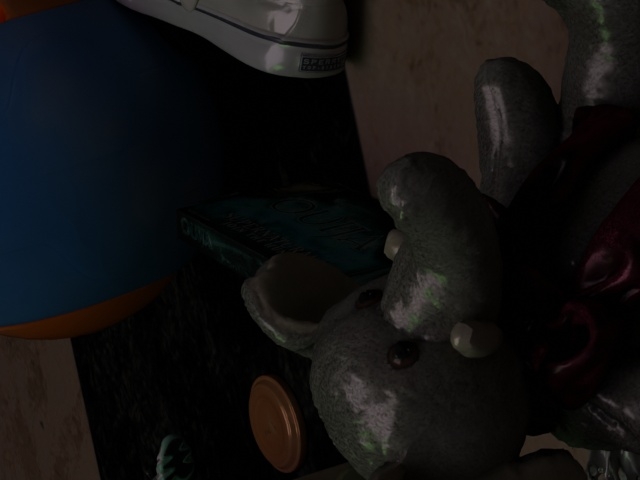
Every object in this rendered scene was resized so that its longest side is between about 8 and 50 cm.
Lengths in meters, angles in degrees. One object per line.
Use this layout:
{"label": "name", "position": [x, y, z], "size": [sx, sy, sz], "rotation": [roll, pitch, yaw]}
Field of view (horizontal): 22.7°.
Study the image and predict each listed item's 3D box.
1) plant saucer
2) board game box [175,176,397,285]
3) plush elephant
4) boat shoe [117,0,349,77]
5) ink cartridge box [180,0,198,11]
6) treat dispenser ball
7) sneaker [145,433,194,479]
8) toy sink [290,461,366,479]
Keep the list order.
{"label": "plant saucer", "position": [-0.038, 0.152, 1.318], "size": [0.083, 0.013, 0.083], "rotation": [32, 129, 52]}
{"label": "board game box", "position": [0.000, 0.000, 1.078], "size": [0.186, 0.126, 0.026], "rotation": [27, 124, 53]}
{"label": "plush elephant", "position": [0.100, 0.027, 0.780], "size": [0.272, 0.255, 0.330], "rotation": [46, 138, 43]}
{"label": "boat shoe", "position": [-0.074, -0.197, 1.161], "size": [0.267, 0.096, 0.088], "rotation": [36, 127, 48]}
{"label": "ink cartridge box", "position": [-0.026, -0.332, 0.994], "size": [0.207, 0.119, 0.353], "rotation": [62, 146, 24]}
{"label": "treat dispenser ball", "position": [-0.220, -0.066, 1.265], "size": [0.288, 0.288, 0.288], "rotation": [31, 127, 52]}
{"label": "sneaker", "position": [-0.148, 0.223, 1.513], "size": [0.069, 0.038, 0.098], "rotation": [20, 118, 55]}
{"label": "toy sink", "position": [-0.005, 0.254, 1.187], "size": [0.234, 0.131, 0.153], "rotation": [-43, 65, 63]}
